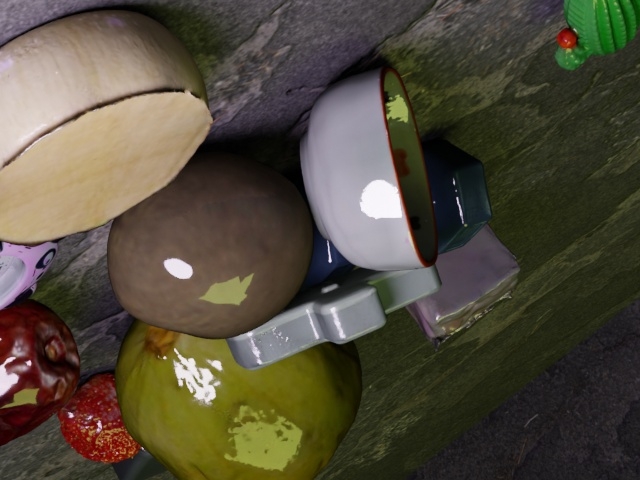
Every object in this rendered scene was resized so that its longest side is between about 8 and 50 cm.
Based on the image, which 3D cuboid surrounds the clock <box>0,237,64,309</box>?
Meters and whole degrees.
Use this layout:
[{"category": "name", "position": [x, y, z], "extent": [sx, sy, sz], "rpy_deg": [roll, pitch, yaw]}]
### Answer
[{"category": "clock", "position": [-0.382, 0.028, 1.532], "extent": [0.248, 0.090, 0.227], "rpy_deg": [-17, 158, -40]}]

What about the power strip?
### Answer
[{"category": "power strip", "position": [0.021, 0.081, 1.792], "extent": [0.265, 0.059, 0.193], "rpy_deg": [-22, -174, -12]}]

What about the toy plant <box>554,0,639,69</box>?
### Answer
[{"category": "toy plant", "position": [0.345, -0.302, 1.792], "extent": [0.154, 0.088, 0.240], "rpy_deg": [-36, 155, -23]}]

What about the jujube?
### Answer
[{"category": "jujube", "position": [-0.398, 0.163, 1.714], "extent": [0.243, 0.183, 0.183], "rpy_deg": [-15, 168, 21]}]

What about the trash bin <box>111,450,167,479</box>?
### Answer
[{"category": "trash bin", "position": [-0.250, 0.311, 2.481], "extent": [0.176, 0.101, 0.236], "rpy_deg": [-22, 163, -28]}]

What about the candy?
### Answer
[{"category": "candy", "position": [0.187, 0.041, 2.289], "extent": [0.185, 0.195, 0.137], "rpy_deg": [-32, 165, -6]}]

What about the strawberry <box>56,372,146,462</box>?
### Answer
[{"category": "strawberry", "position": [-0.316, 0.259, 2.203], "extent": [0.131, 0.131, 0.148], "rpy_deg": [-29, 161, -3]}]

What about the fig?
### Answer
[{"category": "fig", "position": [-0.120, 0.182, 2.012], "extent": [0.343, 0.343, 0.343], "rpy_deg": [-27, 162, -10]}]

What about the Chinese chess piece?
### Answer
[{"category": "Chinese chess piece", "position": [-0.227, -0.102, 1.395], "extent": [0.257, 0.104, 0.257], "rpy_deg": [-27, 163, -9]}]

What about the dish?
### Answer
[{"category": "dish", "position": [0.050, -0.074, 1.720], "extent": [0.117, 0.256, 0.256], "rpy_deg": [-11, 165, 12]}]

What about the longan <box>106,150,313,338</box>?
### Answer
[{"category": "longan", "position": [-0.122, 0.012, 1.688], "extent": [0.246, 0.215, 0.246], "rpy_deg": [-10, 142, -8]}]

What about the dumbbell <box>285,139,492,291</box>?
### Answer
[{"category": "dumbbell", "position": [0.077, -0.035, 1.992], "extent": [0.316, 0.156, 0.144], "rpy_deg": [-16, 128, -38]}]
